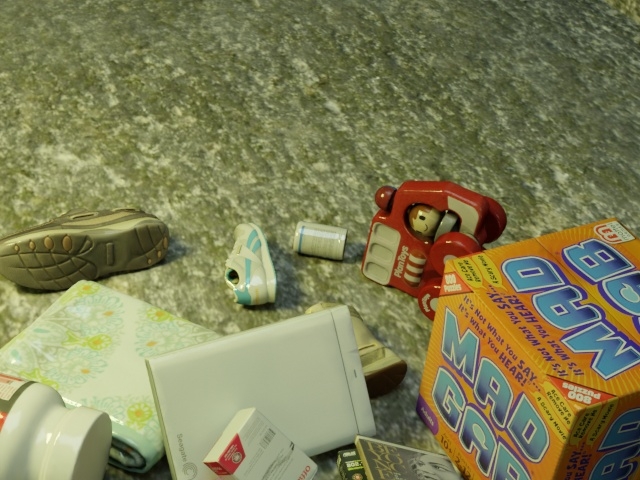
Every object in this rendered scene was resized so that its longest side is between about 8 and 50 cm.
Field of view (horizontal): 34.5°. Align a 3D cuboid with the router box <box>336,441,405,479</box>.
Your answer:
[{"bbox_3d":[0.097,0.391,1.730,0.122,0.038,0.092,-6,39,-15],"label":"router box"}]

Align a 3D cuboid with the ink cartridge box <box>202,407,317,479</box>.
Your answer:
[{"bbox_3d":[-0.095,0.359,1.648,0.150,0.063,0.109,45,58,-14],"label":"ink cartridge box"}]

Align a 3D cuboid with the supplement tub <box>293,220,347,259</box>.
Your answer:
[{"bbox_3d":[0.000,0.000,2.190,0.107,0.071,0.071,10,38,5],"label":"supplement tub"}]

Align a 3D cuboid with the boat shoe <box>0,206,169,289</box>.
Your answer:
[{"bbox_3d":[-0.488,0.008,2.087,0.355,0.132,0.130,-6,29,-29],"label":"boat shoe"}]

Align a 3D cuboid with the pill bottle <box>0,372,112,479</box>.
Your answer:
[{"bbox_3d":[-0.526,0.308,1.611,0.363,0.210,0.210,12,38,8],"label":"pill bottle"}]

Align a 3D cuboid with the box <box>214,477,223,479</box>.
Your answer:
[{"bbox_3d":[-0.160,0.507,1.532,0.201,0.057,0.293,-20,45,-30],"label":"box"}]

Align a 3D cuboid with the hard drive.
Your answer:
[{"bbox_3d":[-0.094,0.263,1.721,0.353,0.233,0.047,-14,4,-19],"label":"hard drive"}]

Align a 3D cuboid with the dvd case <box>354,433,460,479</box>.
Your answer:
[{"bbox_3d":[0.148,0.373,1.633,0.164,0.018,0.221,15,10,-10],"label":"dvd case"}]

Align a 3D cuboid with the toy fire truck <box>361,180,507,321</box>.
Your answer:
[{"bbox_3d":[0.210,0.005,2.033,0.254,0.302,0.169,24,46,15],"label":"toy fire truck"}]

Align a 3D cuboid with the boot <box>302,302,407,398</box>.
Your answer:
[{"bbox_3d":[0.002,0.213,1.898,0.262,0.095,0.203,-15,43,-27],"label":"boot"}]

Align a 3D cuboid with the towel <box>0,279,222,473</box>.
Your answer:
[{"bbox_3d":[-0.368,0.227,1.836,0.374,0.090,0.320,21,41,18],"label":"towel"}]

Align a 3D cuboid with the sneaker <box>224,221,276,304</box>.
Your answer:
[{"bbox_3d":[-0.153,0.042,2.104,0.092,0.087,0.229,-7,38,-13],"label":"sneaker"}]

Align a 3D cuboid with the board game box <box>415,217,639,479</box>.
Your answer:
[{"bbox_3d":[0.419,0.235,1.715,0.356,0.356,0.356,-13,42,-23],"label":"board game box"}]
